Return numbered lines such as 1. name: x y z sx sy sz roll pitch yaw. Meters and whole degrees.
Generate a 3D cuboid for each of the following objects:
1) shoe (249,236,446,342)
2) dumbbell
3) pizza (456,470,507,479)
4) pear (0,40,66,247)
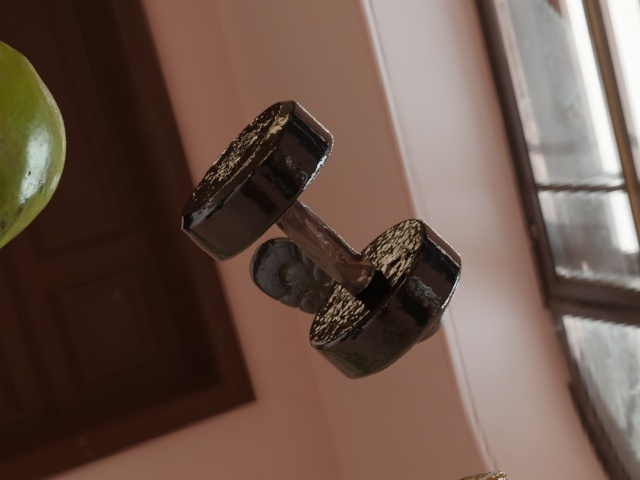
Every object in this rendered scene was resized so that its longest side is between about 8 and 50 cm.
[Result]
1. shoe: 0.037 0.073 1.762 0.291 0.114 0.137 21 -177 -3
2. dumbbell: 0.000 0.000 1.067 0.152 0.218 0.152 -44 -166 14
3. pizza: 0.129 0.360 1.624 0.262 0.034 0.181 -25 172 9
4. pear: -0.392 -0.098 1.344 0.212 0.269 0.212 5 158 2
